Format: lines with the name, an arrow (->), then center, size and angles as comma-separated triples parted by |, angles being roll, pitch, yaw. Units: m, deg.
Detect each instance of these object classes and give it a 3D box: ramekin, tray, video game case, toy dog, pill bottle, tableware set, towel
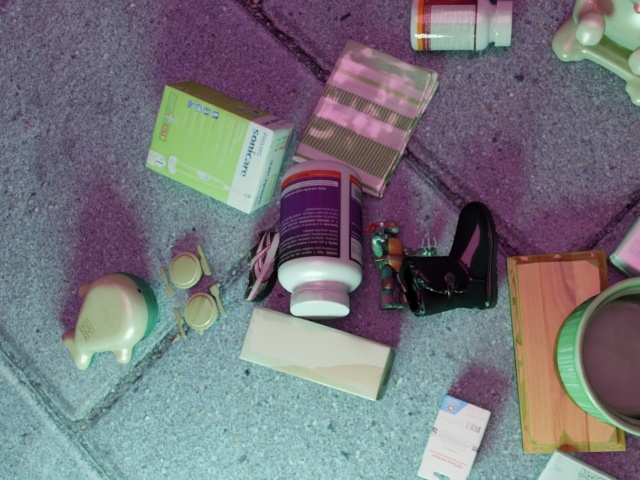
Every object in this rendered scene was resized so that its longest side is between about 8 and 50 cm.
ramekin -> 0.616, 0.227, 1.606 | 0.304, 0.148, 0.303 | 1, 80, -6
tray -> 0.512, 0.233, 1.730 | 0.203, 0.076, 0.410 | -4, 79, 10
video game case -> 0.516, 0.519, 1.674 | 0.157, 0.019, 0.143 | 27, 106, 4
toy dog -> 0.688, -0.501, 1.647 | 0.395, 0.408, 0.284 | -45, 76, 1
pill bottle -> 0.000, 0.000, 1.778 | 0.182, 0.181, 0.322 | -3, 66, 10
tableware set -> -0.290, 0.118, 1.919 | 0.128, 0.039, 0.194 | -29, 71, 17
pill bottle -> 0.319, -0.491, 1.862 | 0.221, 0.121, 0.121 | 2, 81, 11
towel -> 0.103, -0.285, 1.912 | 0.248, 0.038, 0.324 | 24, 86, 14

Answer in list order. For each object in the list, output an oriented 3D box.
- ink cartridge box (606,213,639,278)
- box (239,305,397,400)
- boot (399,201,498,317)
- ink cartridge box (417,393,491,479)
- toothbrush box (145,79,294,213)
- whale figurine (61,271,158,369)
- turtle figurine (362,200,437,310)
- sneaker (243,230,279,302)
ink cartridge box -> 0.777, -0.019, 1.693 | 0.226, 0.131, 0.306 | 37, 87, 15
box -> -0.002, 0.244, 1.789 | 0.311, 0.148, 0.121 | 15, 84, 14
boot -> 0.271, 0.037, 1.749 | 0.207, 0.094, 0.246 | -1, 84, -27
ink cartridge box -> 0.283, 0.428, 1.746 | 0.104, 0.060, 0.180 | 20, 85, 12
toothbrush box -> -0.233, -0.218, 1.882 | 0.283, 0.122, 0.206 | 25, 113, 15
whale figurine -> -0.485, 0.189, 1.912 | 0.272, 0.141, 0.216 | -43, 74, 27
turtle figurine -> 0.170, 0.036, 1.810 | 0.175, 0.118, 0.234 | 2, 80, -30
sneaker -> -0.138, 0.058, 1.892 | 0.077, 0.072, 0.178 | 20, 77, 25
